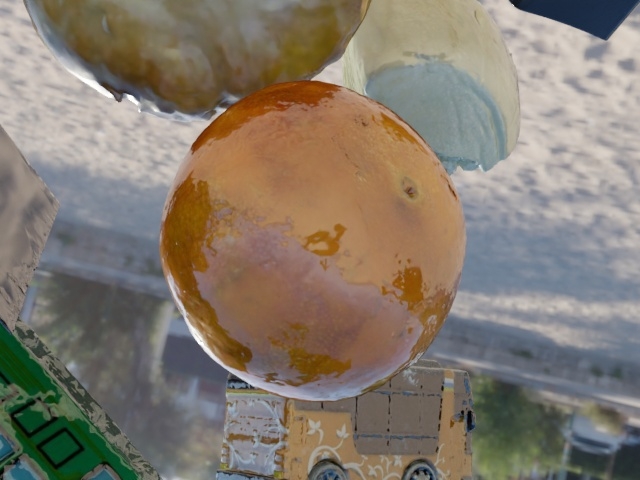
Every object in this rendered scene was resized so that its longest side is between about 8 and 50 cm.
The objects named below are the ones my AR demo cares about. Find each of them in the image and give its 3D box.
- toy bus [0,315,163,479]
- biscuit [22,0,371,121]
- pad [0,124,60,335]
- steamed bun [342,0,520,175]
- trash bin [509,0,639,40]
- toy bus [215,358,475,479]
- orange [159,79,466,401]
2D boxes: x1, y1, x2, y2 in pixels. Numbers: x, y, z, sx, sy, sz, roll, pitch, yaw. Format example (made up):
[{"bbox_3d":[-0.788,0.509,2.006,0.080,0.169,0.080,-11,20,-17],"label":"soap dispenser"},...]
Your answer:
[{"bbox_3d":[-0.311,0.209,0.921,0.343,0.183,0.199,45,-153,7],"label":"toy bus"},{"bbox_3d":[-0.138,-0.349,1.068,0.429,0.446,0.104,-8,-161,10],"label":"biscuit"},{"bbox_3d":[-0.320,-0.079,0.878,0.248,0.007,0.367,58,-178,-20],"label":"pad"},{"bbox_3d":[0.169,-0.244,1.456,0.272,0.290,0.273,-9,147,-5],"label":"steamed bun"},{"bbox_3d":[0.318,-0.352,1.090,0.165,0.115,0.225,9,138,-33],"label":"trash bin"},{"bbox_3d":[0.041,0.246,1.296,0.323,0.194,0.162,9,168,-37],"label":"toy bus"},{"bbox_3d":[0.000,0.000,0.883,0.284,0.284,0.226,18,150,-34],"label":"orange"}]
